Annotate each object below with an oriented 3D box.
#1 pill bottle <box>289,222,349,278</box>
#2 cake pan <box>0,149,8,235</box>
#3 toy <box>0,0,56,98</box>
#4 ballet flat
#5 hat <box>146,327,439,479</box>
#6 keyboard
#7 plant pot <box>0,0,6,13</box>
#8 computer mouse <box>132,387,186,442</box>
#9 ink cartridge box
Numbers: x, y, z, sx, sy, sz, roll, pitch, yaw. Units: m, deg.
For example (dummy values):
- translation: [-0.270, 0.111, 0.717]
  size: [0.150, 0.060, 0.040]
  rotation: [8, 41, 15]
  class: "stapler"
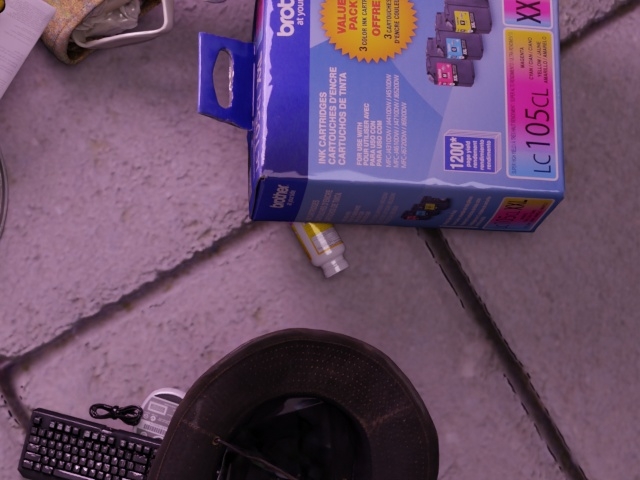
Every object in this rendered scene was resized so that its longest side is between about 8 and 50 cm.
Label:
- translation: [0.000, 0.000, 1.982]
  size: [0.043, 0.043, 0.083]
  rotation: [-28, 87, -10]
  class: "pill bottle"
- translation: [-0.492, -0.055, 1.916]
  size: [0.293, 0.054, 0.293]
  rotation: [1, 83, -7]
  class: "cake pan"
- translation: [-0.401, -0.190, 1.864]
  size: [0.137, 0.056, 0.237]
  rotation: [30, 108, -20]
  class: "toy"
- translation: [-0.162, -0.292, 1.909]
  size: [0.349, 0.123, 0.123]
  rotation: [-24, 86, 19]
  class: "ballet flat"
- translation: [-0.036, 0.249, 1.894]
  size: [0.331, 0.134, 0.331]
  rotation: [-1, 97, -9]
  class: "hat"
- translation: [-0.235, 0.226, 1.902]
  size: [0.180, 0.023, 0.108]
  rotation: [13, 81, 13]
  class: "keyboard"
- translation: [-0.381, -0.339, 1.907]
  size: [0.215, 0.215, 0.230]
  rotation: [26, 97, -4]
  class: "plant pot"
- translation: [-0.184, 0.257, 1.923]
  size: [0.106, 0.042, 0.193]
  rotation: [19, 82, 9]
  class: "computer mouse"
- translation: [0.060, -0.158, 1.938]
  size: [0.396, 0.151, 0.270]
  rotation: [2, 71, -6]
  class: "ink cartridge box"
